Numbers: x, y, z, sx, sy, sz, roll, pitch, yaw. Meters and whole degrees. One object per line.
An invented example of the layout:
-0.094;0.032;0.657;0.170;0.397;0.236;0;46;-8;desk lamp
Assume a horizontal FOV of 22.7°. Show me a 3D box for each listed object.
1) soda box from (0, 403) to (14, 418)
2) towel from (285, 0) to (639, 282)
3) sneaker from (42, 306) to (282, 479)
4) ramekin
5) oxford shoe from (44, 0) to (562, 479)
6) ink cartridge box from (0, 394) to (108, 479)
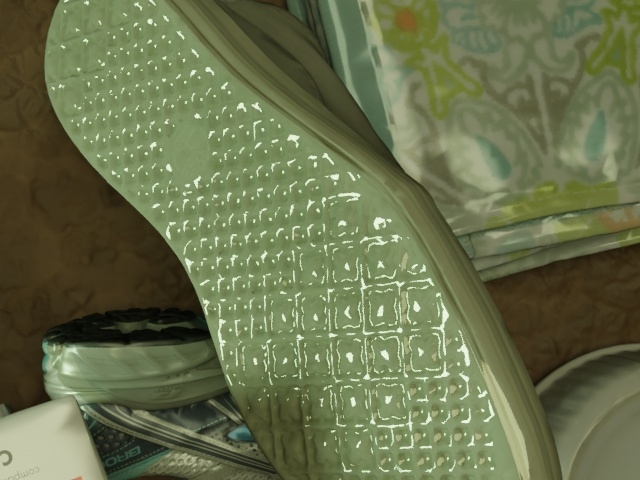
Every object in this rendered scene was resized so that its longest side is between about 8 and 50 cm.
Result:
-0.170;0.243;0.938;0.098;0.091;0.286;-24;87;-10;soda box
0.139;-0.169;1.025;0.321;0.090;0.374;-12;86;-11;towel
-0.027;0.105;0.981;0.283;0.110;0.122;0;103;-6;sneaker
0.213;0.165;0.988;0.207;0.109;0.207;1;84;-8;ramekin
0.000;0.000;0.880;0.169;0.130;0.449;-54;54;24;oxford shoe
-0.166;0.127;0.803;0.115;0.198;0.067;-20;87;-12;ink cartridge box
